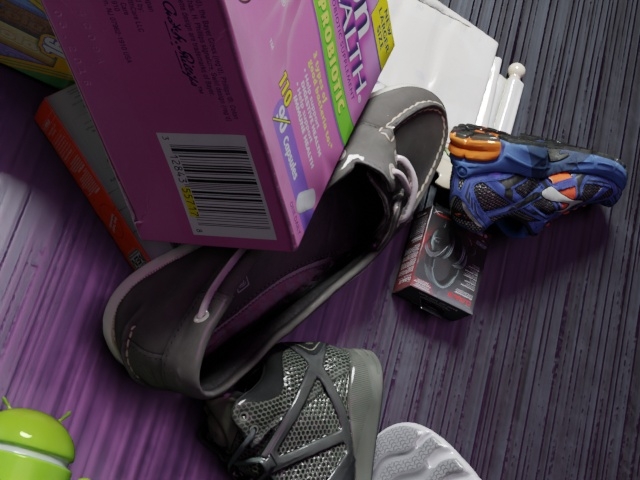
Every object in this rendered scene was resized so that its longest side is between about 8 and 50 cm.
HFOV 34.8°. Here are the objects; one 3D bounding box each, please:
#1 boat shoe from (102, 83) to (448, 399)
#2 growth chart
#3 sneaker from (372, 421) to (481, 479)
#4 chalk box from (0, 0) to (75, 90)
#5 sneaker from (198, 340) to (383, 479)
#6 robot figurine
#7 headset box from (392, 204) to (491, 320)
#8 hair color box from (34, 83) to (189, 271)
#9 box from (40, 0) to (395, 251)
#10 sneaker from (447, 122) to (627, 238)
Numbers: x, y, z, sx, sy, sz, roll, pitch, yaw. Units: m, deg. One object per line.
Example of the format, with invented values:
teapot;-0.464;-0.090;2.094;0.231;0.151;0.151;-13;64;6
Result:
boat shoe;0.000;0.000;0.742;0.335;0.095;0.112;-39;130;-26
growth chart;0.079;-0.150;0.886;0.237;0.021;0.172;35;64;-14
sneaker;0.122;0.264;0.763;0.105;0.115;0.281;-35;77;9
chalk box;-0.233;-0.219;0.690;0.213;0.132;0.132;24;66;-18
sneaker;-0.030;0.176;0.709;0.130;0.087;0.227;13;68;-20
robot figurine;-0.195;0.158;0.642;0.101;0.067;0.115;16;69;-9
headset box;0.100;0.023;0.842;0.062;0.032;0.083;26;65;-18
hair color box;-0.137;-0.051;0.741;0.072;0.043;0.141;-33;91;-30
box;-0.051;-0.152;0.673;0.243;0.117;0.213;-66;151;-43
sneaker;0.180;-0.045;0.871;0.221;0.083;0.087;4;105;-40
